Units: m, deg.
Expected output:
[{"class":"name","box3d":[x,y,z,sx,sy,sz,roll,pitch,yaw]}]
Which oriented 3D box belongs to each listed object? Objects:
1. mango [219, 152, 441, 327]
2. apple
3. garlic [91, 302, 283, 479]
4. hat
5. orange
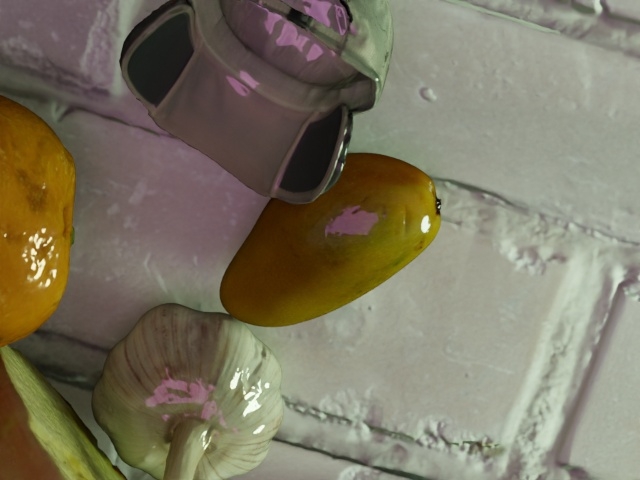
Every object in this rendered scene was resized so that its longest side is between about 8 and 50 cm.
[{"class":"mango","box3d":[0.000,0.000,1.804,0.253,0.113,0.138,-33,119,24]},{"class":"apple","box3d":[-0.286,0.263,1.811,0.309,0.252,0.314,48,134,-10]},{"class":"garlic","box3d":[-0.140,0.183,1.836,0.199,0.226,0.199,3,119,5]},{"class":"hat","box3d":[-0.046,-0.163,1.720,0.232,0.161,0.275,35,127,5]},{"class":"orange","box3d":[-0.347,-0.019,1.748,0.261,0.261,0.261,2,113,5]}]
